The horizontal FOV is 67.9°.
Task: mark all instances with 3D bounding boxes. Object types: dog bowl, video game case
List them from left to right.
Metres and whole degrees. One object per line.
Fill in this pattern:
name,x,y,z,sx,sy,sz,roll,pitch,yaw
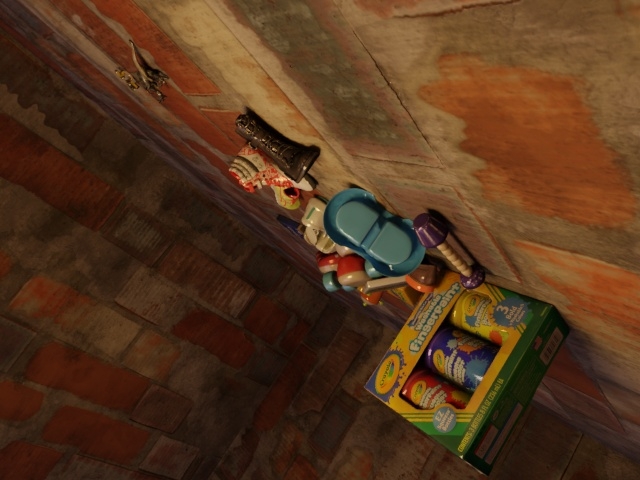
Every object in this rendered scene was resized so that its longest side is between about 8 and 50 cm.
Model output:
dog bowl,0.147,-0.021,1.317,0.297,0.165,0.074,34,-178,3
video game case,0.264,0.142,1.633,0.206,0.227,0.026,87,172,-77

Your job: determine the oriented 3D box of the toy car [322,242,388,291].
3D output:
toy car,0.127,0.041,1.678,0.219,0.237,0.210,-21,163,34

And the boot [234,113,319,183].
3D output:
boot,-0.135,-0.258,1.294,0.229,0.091,0.263,37,172,-17

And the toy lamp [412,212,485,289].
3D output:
toy lamp,0.321,0.025,1.191,0.275,0.080,0.080,40,169,-36

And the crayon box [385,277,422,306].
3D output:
crayon box,0.280,0.152,1.890,0.319,0.081,0.202,28,168,33

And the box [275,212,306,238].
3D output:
box,-0.130,-0.062,2.352,0.225,0.036,0.136,26,167,45

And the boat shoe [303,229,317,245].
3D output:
boat shoe,0.000,0.000,2.169,0.072,0.068,0.190,9,165,41

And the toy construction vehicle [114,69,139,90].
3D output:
toy construction vehicle,-0.708,-0.594,1.760,0.086,0.035,0.098,40,174,44

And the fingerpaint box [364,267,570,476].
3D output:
fingerpaint box,0.395,0.335,1.330,0.163,0.444,0.371,43,168,-34

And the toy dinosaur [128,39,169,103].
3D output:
toy dinosaur,-0.539,-0.513,1.508,0.118,0.064,0.268,41,167,1

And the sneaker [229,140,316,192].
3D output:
sneaker,-0.157,-0.194,1.504,0.270,0.145,0.090,34,170,5

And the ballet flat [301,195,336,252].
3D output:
ballet flat,0.015,-0.029,1.763,0.139,0.139,0.400,30,169,24

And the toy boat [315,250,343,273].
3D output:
toy boat,0.055,0.045,2.001,0.231,0.151,0.151,-114,14,-74

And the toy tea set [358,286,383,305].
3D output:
toy tea set,0.146,0.186,2.181,0.200,0.124,0.336,21,-165,-45

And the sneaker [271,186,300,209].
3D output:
sneaker,-0.109,-0.163,1.681,0.094,0.081,0.208,27,167,28

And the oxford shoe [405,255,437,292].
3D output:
oxford shoe,0.279,0.058,1.500,0.097,0.098,0.271,-2,-154,-30
